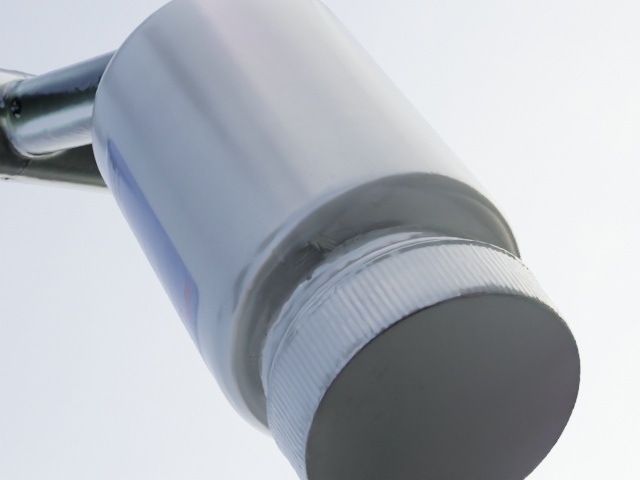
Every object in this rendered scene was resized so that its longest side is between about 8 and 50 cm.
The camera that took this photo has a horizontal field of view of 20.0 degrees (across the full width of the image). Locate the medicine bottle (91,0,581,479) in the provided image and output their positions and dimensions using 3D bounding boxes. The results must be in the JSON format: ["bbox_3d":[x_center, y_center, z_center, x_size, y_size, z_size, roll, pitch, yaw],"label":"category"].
[{"bbox_3d":[0.000,0.000,0.580,0.102,0.187,0.103,-14,-51,-18],"label":"medicine bottle"}]

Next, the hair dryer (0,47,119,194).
[{"bbox_3d":[-0.170,-0.101,0.925,0.320,0.156,0.284,3,-24,-32],"label":"hair dryer"}]
